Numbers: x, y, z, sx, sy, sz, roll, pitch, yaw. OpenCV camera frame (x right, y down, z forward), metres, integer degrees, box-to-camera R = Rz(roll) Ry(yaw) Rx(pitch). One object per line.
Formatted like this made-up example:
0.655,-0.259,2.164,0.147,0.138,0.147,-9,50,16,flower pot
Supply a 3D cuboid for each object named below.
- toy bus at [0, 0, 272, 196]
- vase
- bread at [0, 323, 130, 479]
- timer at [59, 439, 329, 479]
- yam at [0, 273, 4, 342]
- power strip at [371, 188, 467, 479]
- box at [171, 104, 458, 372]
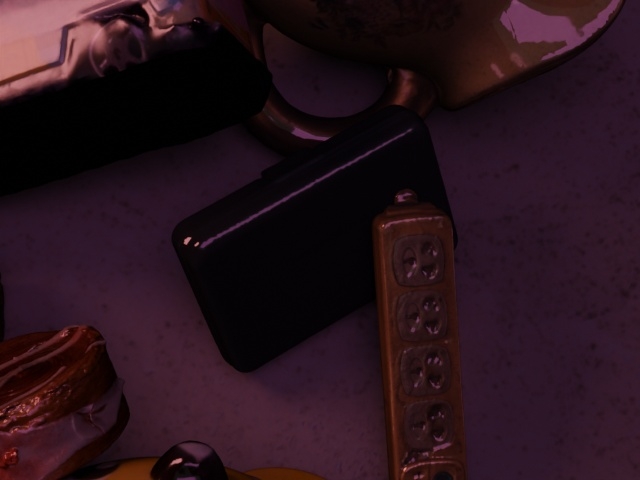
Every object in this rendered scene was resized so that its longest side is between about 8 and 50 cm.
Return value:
-0.246,-0.144,1.291,0.386,0.171,0.162,-17,70,12,toy bus
0.053,-0.207,1.376,0.302,0.241,0.329,36,105,-13,vase
-0.221,0.127,1.185,0.160,0.160,0.073,-23,111,-11,bread
-0.124,0.292,1.195,0.376,0.376,0.387,3,40,-7,timer
-0.379,0.073,1.277,0.254,0.154,0.154,-2,79,-10,yam
0.084,0.111,1.337,0.064,0.044,0.305,-6,101,-9,power strip
0.000,0.000,1.349,0.230,0.160,0.050,-30,42,-12,box
